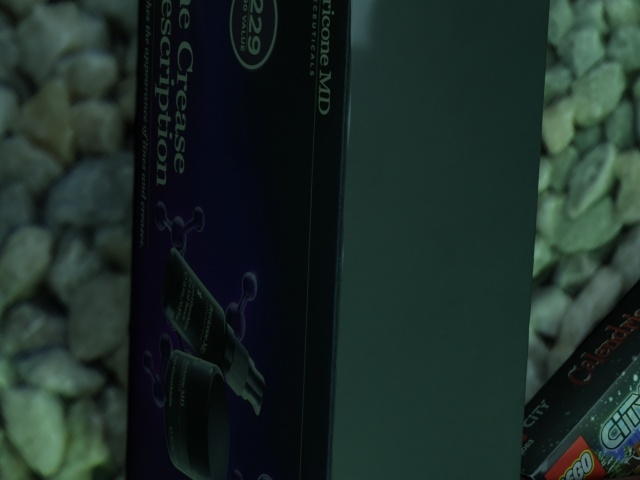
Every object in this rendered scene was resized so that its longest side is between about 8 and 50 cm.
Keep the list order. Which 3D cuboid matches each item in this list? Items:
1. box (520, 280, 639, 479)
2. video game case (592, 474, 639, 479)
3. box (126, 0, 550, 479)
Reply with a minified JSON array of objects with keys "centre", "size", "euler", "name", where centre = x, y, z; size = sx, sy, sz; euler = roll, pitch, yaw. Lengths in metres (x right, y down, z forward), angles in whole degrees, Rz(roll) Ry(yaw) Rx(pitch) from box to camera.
[{"centre":[0.214,0.096,1.041],"size":[0.233,0.044,0.159],"euler":[-46,120,-17],"name":"box"},{"centre":[0.090,0.225,0.962],"size":[0.285,0.025,0.204],"euler":[-3,108,-25],"name":"video game case"},{"centre":[0.000,0.000,0.797],"size":[0.103,0.184,0.261],"euler":[-4,102,-33],"name":"box"}]
